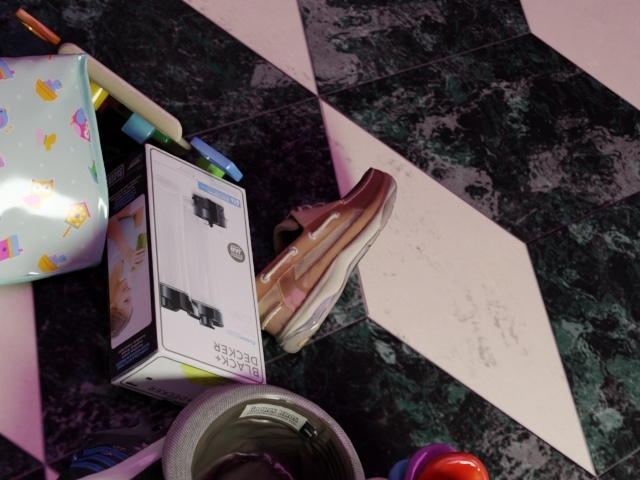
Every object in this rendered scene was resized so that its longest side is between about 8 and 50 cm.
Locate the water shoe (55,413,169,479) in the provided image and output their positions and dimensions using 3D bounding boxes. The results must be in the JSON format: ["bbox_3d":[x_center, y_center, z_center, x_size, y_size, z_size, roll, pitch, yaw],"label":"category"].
[{"bbox_3d":[-0.243,0.252,1.458,0.203,0.073,0.080,-19,46,-43],"label":"water shoe"}]

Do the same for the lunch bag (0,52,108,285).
[{"bbox_3d":[-0.370,-0.076,1.555,0.223,0.160,0.262,-9,96,-35],"label":"lunch bag"}]

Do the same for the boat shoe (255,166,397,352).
[{"bbox_3d":[0.000,0.000,1.745,0.116,0.123,0.324,34,45,0],"label":"boat shoe"}]

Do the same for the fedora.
[{"bbox_3d":[-0.077,0.286,1.476,0.244,0.124,0.275,39,38,-1],"label":"fedora"}]

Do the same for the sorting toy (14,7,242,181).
[{"bbox_3d":[-0.251,-0.165,1.700,0.348,0.196,0.047,36,85,0],"label":"sorting toy"}]

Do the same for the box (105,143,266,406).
[{"bbox_3d":[-0.162,0.048,1.600,0.169,0.087,0.290,26,44,-39],"label":"box"}]

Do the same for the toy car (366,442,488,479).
[{"bbox_3d":[0.130,0.299,1.544,0.159,0.182,0.136,24,79,-22],"label":"toy car"}]
